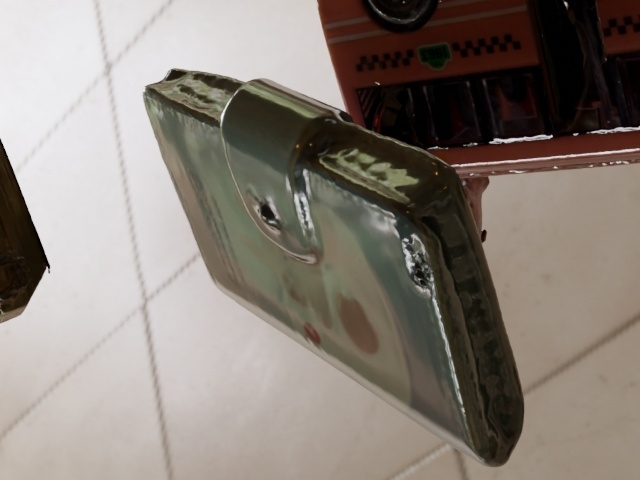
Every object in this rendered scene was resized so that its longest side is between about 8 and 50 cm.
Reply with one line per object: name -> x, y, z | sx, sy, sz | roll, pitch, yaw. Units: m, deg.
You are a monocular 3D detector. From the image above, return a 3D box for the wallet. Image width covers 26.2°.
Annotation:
wallet -> 0.000, 0.000, 1.020 | 0.083, 0.252, 0.360 | -34, 37, -24

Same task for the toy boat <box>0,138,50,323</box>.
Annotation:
toy boat -> -0.269, -0.037, 1.040 | 0.206, 0.072, 0.064 | 65, 153, 9

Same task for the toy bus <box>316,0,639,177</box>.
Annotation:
toy bus -> 0.221, -0.170, 1.158 | 0.427, 0.203, 0.233 | -3, 105, 39

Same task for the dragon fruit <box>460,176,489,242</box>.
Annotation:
dragon fruit -> 0.121, -0.092, 1.581 | 0.134, 0.262, 0.212 | -3, 85, 16
